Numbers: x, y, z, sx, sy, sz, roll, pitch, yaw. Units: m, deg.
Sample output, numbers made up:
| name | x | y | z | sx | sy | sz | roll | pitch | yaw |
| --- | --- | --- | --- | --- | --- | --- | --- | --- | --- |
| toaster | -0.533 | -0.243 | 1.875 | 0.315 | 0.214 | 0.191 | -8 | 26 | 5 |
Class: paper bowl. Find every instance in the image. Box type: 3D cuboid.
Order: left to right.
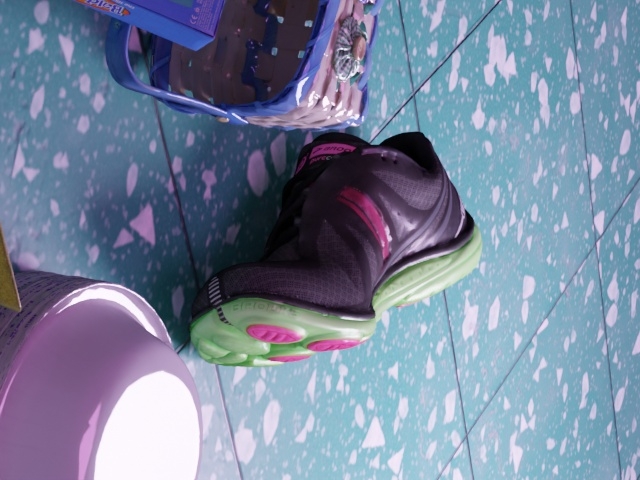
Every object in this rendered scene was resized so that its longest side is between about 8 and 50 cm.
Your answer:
| name | x | y | z | sx | sy | sz | roll | pitch | yaw |
| --- | --- | --- | --- | --- | --- | --- | --- | --- | --- |
| paper bowl | -0.204 | 0.172 | 1.568 | 0.284 | 0.148 | 0.284 | -25 | 119 | -58 |

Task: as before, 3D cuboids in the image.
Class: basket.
| name | x | y | z | sx | sy | sz | roll | pitch | yaw |
| --- | --- | --- | --- | --- | --- | --- | --- | --- | --- |
| basket | -0.069 | -0.227 | 1.682 | 0.289 | 0.201 | 0.255 | 18 | 78 | -47 |

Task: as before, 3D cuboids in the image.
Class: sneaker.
| name | x | y | z | sx | sy | sz | roll | pitch | yaw |
| --- | --- | --- | --- | --- | --- | --- | --- | --- | --- |
| sneaker | 0.000 | 0.000 | 1.933 | 0.483 | 0.185 | 0.202 | -29 | 103 | -61 |

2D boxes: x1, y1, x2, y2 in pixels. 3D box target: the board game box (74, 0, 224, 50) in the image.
| name | x | y | z | sx | sy | sz | roll | pitch | yaw |
| --- | --- | --- | --- | --- | --- | --- | --- | --- | --- |
| board game box | -0.165 | -0.266 | 1.524 | 0.210 | 0.047 | 0.160 | 22 | 73 | -20 |

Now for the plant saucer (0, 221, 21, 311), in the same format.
| name | x | y | z | sx | sy | sz | roll | pitch | yaw |
| --- | --- | --- | --- | --- | --- | --- | --- | --- | --- |
| plant saucer | -0.274 | -0.060 | 1.410 | 0.188 | 0.045 | 0.188 | -122 | -159 | -61 |
